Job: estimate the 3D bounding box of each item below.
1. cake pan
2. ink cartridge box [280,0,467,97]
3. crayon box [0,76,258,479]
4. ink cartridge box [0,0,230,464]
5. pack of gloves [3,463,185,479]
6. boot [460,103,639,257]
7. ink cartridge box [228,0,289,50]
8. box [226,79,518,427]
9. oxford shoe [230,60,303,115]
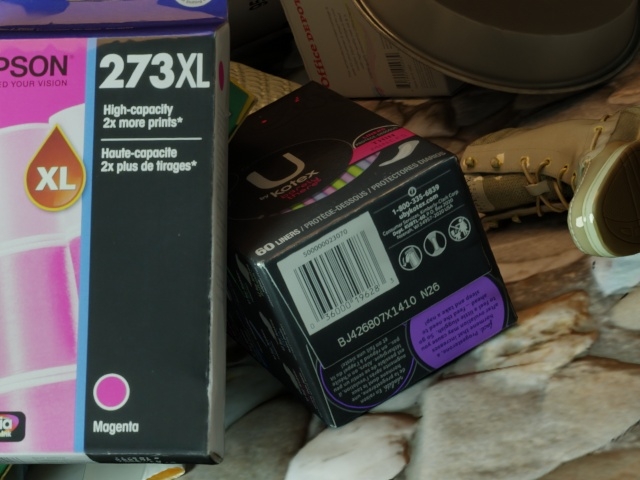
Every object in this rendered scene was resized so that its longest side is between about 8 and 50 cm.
[{"bbox_3d":[0.162,-0.251,1.674,0.293,0.054,0.293,9,47,-9],"label":"cake pan"},{"bbox_3d":[0.060,-0.209,1.786,0.175,0.127,0.072,4,33,44],"label":"ink cartridge box"},{"bbox_3d":[-0.244,-0.003,1.439,0.363,0.106,0.313,-57,29,-7],"label":"crayon box"},{"bbox_3d":[-0.152,-0.034,1.255,0.175,0.371,0.069,-1,-14,5],"label":"ink cartridge box"},{"bbox_3d":[-0.201,0.132,1.391,0.195,0.046,0.232,-20,24,3],"label":"pack of gloves"},{"bbox_3d":[0.178,-0.040,1.398,0.165,0.077,0.213,-7,23,28],"label":"boot"},{"bbox_3d":[-0.026,-0.343,1.960,0.394,0.166,0.285,-23,-7,-5],"label":"ink cartridge box"},{"bbox_3d":[0.000,0.000,1.378,0.165,0.143,0.270,-29,24,-13],"label":"box"},{"bbox_3d":[-0.146,-0.117,1.790,0.449,0.130,0.169,20,13,39],"label":"oxford shoe"}]
